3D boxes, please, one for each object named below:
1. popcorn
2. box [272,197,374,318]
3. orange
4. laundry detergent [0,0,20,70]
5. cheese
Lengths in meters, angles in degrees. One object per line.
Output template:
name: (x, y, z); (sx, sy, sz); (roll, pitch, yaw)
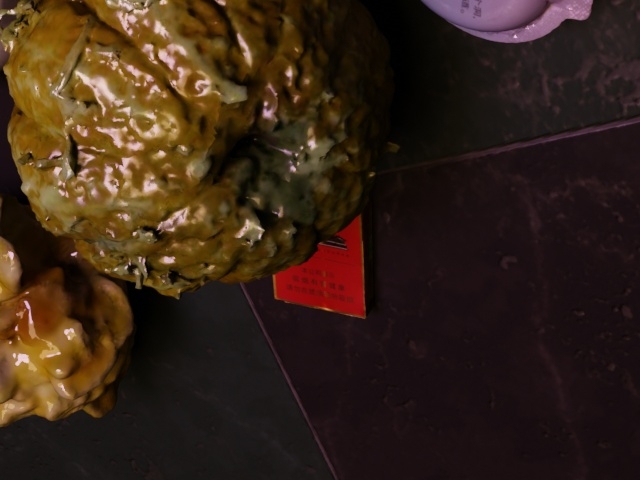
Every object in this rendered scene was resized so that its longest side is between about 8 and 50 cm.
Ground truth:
popcorn: (-0.268, 0.066, 1.455); (0.235, 0.181, 0.217); (39, 130, -3)
box: (0.000, 0.000, 1.367); (0.090, 0.023, 0.133); (12, 125, 20)
orange: (-0.078, -0.102, 1.175); (0.223, 0.300, 0.301); (-131, 39, -55)
laundry detergent: (-0.306, -0.233, 1.340); (0.181, 0.091, 0.253); (18, 127, 23)
cheese: (0.087, -0.214, 1.155); (0.245, 0.052, 0.135); (21, 132, 30)
